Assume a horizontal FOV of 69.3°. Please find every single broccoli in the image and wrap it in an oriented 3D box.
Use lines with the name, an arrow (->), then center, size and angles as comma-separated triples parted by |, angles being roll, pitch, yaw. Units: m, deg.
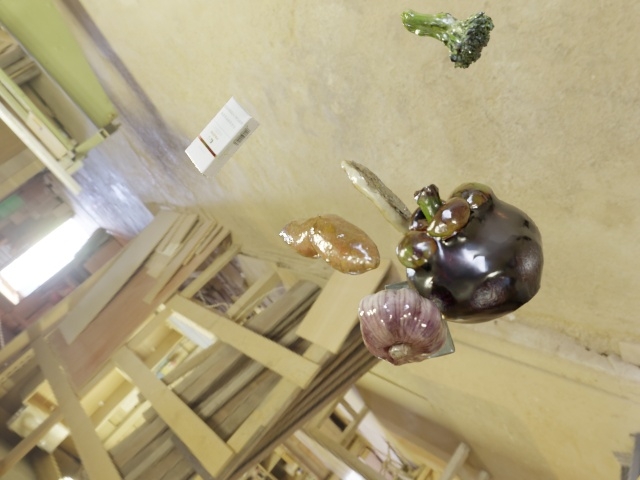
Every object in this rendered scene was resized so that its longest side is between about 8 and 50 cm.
broccoli -> 0.370, -0.640, 1.414 | 0.304, 0.145, 0.165 | 38, 132, 32

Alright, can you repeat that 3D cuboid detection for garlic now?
garlic -> 0.140, 0.154, 0.796 | 0.147, 0.102, 0.159 | -36, 114, 26

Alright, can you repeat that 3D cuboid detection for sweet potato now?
sweet potato -> 0.000, -0.003, 0.563 | 0.218, 0.051, 0.065 | 19, 113, 58

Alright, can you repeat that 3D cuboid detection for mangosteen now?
mangosteen -> 0.283, 0.018, 0.908 | 0.287, 0.288, 0.233 | 35, -170, 20

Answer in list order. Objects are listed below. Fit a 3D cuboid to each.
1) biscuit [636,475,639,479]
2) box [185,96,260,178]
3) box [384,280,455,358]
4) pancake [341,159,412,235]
biscuit -> 0.570, 0.506, 0.749 | 0.237, 0.290, 0.062 | 46, 167, -1
box -> -0.204, -0.211, 0.956 | 0.084, 0.154, 0.040 | 48, -170, 28
box -> 0.298, 0.236, 1.378 | 0.149, 0.155, 0.231 | 46, -149, -70
pancake -> 0.153, -0.105, 1.132 | 0.282, 0.049, 0.282 | 41, -163, -16
